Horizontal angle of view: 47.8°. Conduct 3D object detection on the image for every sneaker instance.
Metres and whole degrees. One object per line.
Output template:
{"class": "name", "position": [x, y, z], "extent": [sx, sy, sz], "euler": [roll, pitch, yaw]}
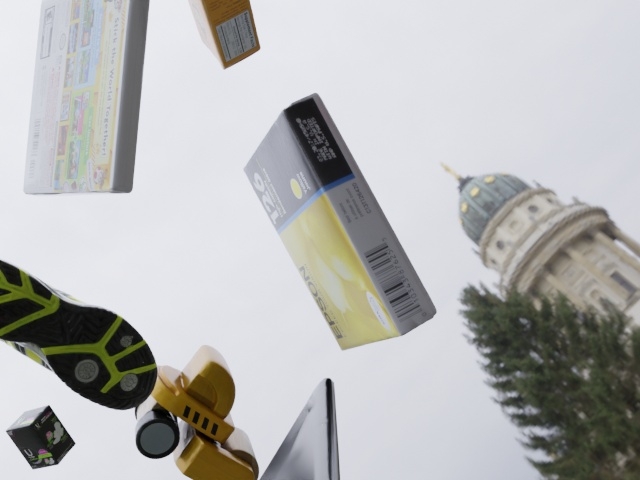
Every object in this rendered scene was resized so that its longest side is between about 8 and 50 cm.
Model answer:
{"class": "sneaker", "position": [-0.433, 0.144, 1.204], "extent": [0.384, 0.147, 0.145], "euler": [43, -106, -24]}

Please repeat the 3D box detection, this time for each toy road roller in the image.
{"class": "toy road roller", "position": [-0.247, 0.390, 1.614], "extent": [0.329, 0.202, 0.240], "euler": [38, -90, -18]}

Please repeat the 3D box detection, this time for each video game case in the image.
{"class": "video game case", "position": [-0.248, -0.160, 0.756], "extent": [0.026, 0.206, 0.227], "euler": [7, -93, -45]}

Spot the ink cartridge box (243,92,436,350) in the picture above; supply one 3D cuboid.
{"class": "ink cartridge box", "position": [0.000, 0.000, 0.979], "extent": [0.072, 0.304, 0.307], "euler": [-28, -4, -24]}

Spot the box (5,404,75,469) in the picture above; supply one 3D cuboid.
{"class": "box", "position": [-0.452, 0.318, 1.168], "extent": [0.062, 0.052, 0.083], "euler": [-18, -71, 25]}

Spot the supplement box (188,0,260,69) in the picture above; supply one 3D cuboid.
{"class": "supplement box", "position": [-0.154, -0.366, 1.076], "extent": [0.080, 0.078, 0.233], "euler": [-31, -24, -12]}

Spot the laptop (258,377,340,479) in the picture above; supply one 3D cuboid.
{"class": "laptop", "position": [-0.003, 0.378, 0.538], "extent": [0.408, 0.236, 0.382], "euler": [-59, 3, 5]}
